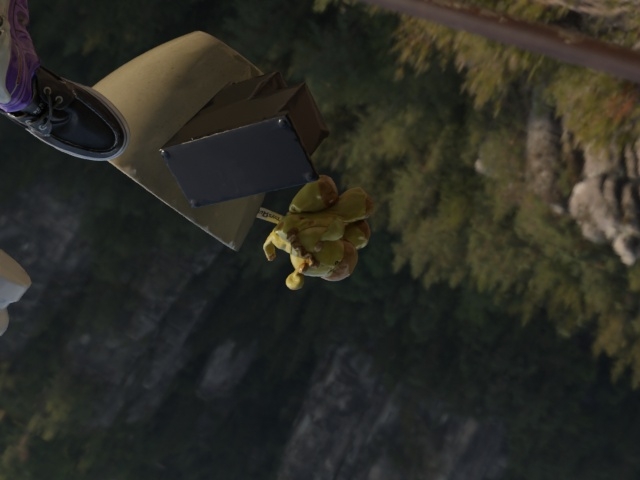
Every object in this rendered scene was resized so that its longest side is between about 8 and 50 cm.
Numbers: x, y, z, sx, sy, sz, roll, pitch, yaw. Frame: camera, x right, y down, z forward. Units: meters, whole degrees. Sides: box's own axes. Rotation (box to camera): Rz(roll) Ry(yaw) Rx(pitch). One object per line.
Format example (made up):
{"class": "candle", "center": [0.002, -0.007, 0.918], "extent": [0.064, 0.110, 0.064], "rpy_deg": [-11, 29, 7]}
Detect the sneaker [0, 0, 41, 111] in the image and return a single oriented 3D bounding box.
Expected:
{"class": "sneaker", "center": [-0.260, -0.162, 0.699], "extent": [0.068, 0.170, 0.071], "rpy_deg": [-22, 136, 7]}

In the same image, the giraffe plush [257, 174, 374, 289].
{"class": "giraffe plush", "center": [0.000, 0.000, 1.439], "extent": [0.210, 0.181, 0.170], "rpy_deg": [2, -156, -16]}

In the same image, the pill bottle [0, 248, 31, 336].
{"class": "pill bottle", "center": [-0.546, 0.125, 1.236], "extent": [0.153, 0.265, 0.153], "rpy_deg": [39, 179, 1]}

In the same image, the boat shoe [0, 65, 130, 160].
{"class": "boat shoe", "center": [-0.306, -0.155, 0.914], "extent": [0.228, 0.080, 0.076], "rpy_deg": [37, -171, -18]}

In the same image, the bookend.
{"class": "bookend", "center": [-0.053, -0.116, 0.881], "extent": [0.156, 0.157, 0.072], "rpy_deg": [-11, 120, 32]}

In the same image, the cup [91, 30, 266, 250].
{"class": "cup", "center": [-0.191, -0.173, 1.320], "extent": [0.331, 0.237, 0.331], "rpy_deg": [36, 177, 2]}
